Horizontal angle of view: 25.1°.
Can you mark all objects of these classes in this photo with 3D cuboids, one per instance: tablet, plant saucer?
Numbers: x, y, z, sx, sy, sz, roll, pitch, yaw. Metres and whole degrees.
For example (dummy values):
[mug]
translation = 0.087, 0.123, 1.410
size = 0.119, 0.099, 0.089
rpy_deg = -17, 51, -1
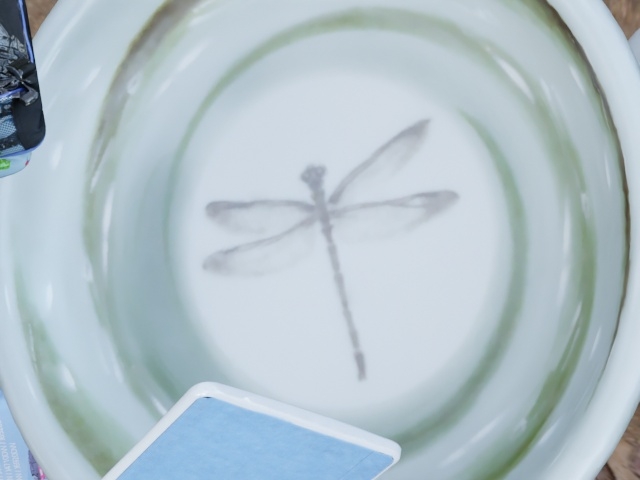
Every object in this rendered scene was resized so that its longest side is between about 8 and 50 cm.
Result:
[tablet]
translation = -0.025, 0.061, 0.340
size = 0.054, 0.083, 0.006
rpy_deg = 21, 44, -25
[plant saucer]
translation = 0.000, 0.000, 0.791
size = 0.400, 0.100, 0.400
rpy_deg = -2, 86, 25

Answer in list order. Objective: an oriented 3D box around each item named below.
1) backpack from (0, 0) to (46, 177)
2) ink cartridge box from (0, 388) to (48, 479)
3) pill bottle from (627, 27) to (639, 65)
[backpack]
translation = -0.193, -0.074, 0.689
size = 0.114, 0.084, 0.105
rpy_deg = -10, 51, -10
[ink cartridge box]
translation = -0.342, 0.158, 1.372
size = 0.395, 0.270, 0.151
rpy_deg = -16, 115, -21
[pill bottle]
translation = 0.304, -0.094, 0.922
size = 0.181, 0.181, 0.323
rpy_deg = 48, 48, 11
